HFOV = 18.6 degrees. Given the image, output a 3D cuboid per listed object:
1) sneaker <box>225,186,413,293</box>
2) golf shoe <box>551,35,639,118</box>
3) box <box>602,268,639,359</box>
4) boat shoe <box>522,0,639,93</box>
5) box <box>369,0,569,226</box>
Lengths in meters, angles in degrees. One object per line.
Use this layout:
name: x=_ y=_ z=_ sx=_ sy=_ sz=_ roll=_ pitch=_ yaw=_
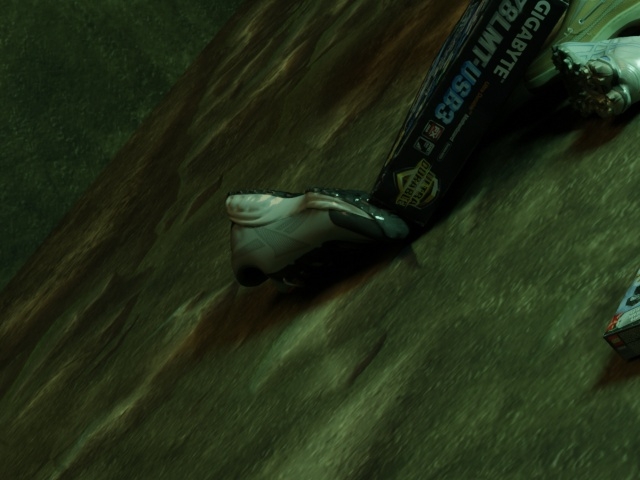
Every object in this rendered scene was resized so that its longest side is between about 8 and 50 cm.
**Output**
sneaker: x=0.000 y=0.000 z=1.993 sx=0.271 sy=0.100 sz=0.108 roll=-4 pitch=81 yaw=54
golf shoe: x=0.268 y=-0.155 z=1.773 sx=0.086 sy=0.069 sz=0.176 roll=-25 pitch=17 yaw=-7
box: x=0.265 y=0.027 z=1.344 sx=0.137 sy=0.027 sz=0.094 roll=-25 pitch=23 yaw=51
boat shoe: x=0.262 y=-0.216 z=1.872 sx=0.190 sy=0.072 sz=0.068 roll=-36 pitch=3 yaw=20
box: x=0.172 y=-0.202 z=1.914 sx=0.293 sy=0.073 sz=0.295 roll=-59 pitch=2 yaw=36
